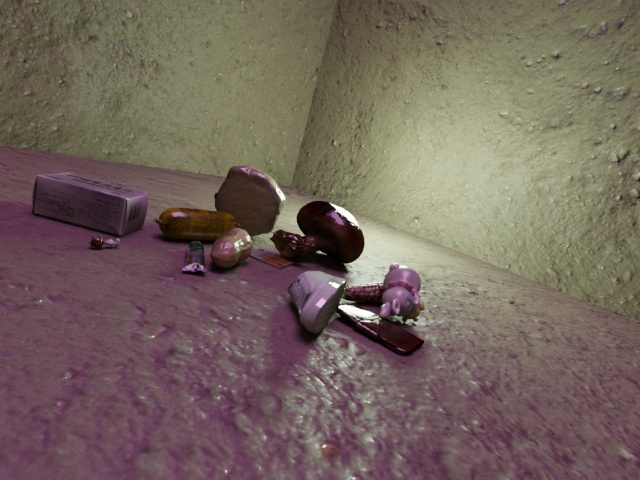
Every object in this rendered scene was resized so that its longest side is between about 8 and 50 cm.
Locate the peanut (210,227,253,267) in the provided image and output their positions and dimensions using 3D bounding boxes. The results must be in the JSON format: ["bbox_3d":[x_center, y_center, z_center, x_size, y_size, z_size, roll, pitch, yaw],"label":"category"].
[{"bbox_3d":[-0.307,0.030,1.421,0.124,0.123,0.256,15,15,-1],"label":"peanut"}]

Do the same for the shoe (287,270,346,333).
[{"bbox_3d":[-0.029,0.156,1.178,0.160,0.131,0.363,18,9,10],"label":"shoe"}]

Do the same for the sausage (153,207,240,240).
[{"bbox_3d":[-0.474,-0.061,1.581,0.347,0.123,0.123,4,17,-41],"label":"sausage"}]

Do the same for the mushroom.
[{"bbox_3d":[0.021,0.000,1.751,0.331,0.356,0.334,12,-30,23],"label":"mushroom"}]

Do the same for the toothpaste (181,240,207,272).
[{"bbox_3d":[-0.418,0.053,1.353,0.078,0.046,0.248,6,18,-19],"label":"toothpaste"}]

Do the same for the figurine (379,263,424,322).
[{"bbox_3d":[0.259,0.197,1.312,0.127,0.155,0.235,-12,29,26],"label":"figurine"}]

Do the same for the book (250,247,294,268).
[{"bbox_3d":[-0.203,0.068,1.596,0.172,0.012,0.118,20,14,19],"label":"book"}]

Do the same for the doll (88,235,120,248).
[{"bbox_3d":[-0.675,0.008,1.264,0.085,0.040,0.058,8,5,-26],"label":"doll"}]

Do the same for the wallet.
[{"bbox_3d":[0.168,0.255,1.190,0.255,0.031,0.137,25,14,32],"label":"wallet"}]

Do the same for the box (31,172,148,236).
[{"bbox_3d":[-0.823,-0.135,1.456,0.333,0.145,0.173,14,11,-1],"label":"box"}]

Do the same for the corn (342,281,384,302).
[{"bbox_3d":[0.174,0.180,1.412,0.237,0.079,0.079,6,16,-35],"label":"corn"}]

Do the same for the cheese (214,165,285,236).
[{"bbox_3d":[-0.320,-0.172,1.793,0.318,0.326,0.115,-20,11,9],"label":"cheese"}]
